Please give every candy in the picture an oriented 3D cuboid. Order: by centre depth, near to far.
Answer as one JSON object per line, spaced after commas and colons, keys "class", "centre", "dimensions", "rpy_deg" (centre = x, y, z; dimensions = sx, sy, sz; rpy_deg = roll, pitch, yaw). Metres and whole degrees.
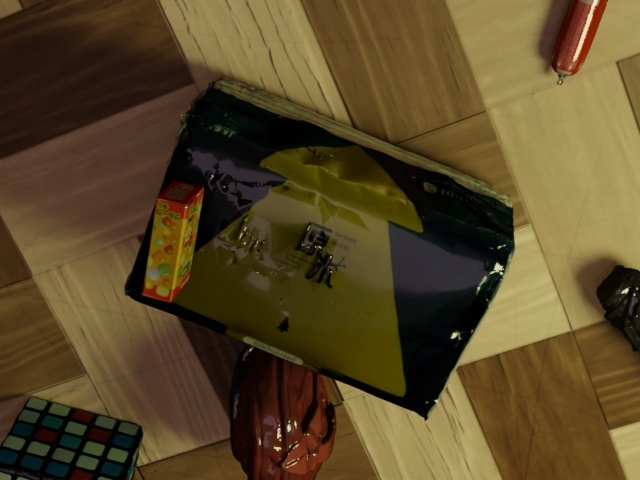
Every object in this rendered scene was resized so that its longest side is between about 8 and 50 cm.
{"class": "candy", "centre": [-0.163, 0.000, 1.313], "dimensions": [0.038, 0.062, 0.122], "rpy_deg": [15, 115, 7]}

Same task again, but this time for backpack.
{"class": "backpack", "centre": [-0.050, 0.237, 1.582], "dimensions": [0.139, 0.229, 0.229], "rpy_deg": [1, 113, 2]}

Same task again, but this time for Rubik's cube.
{"class": "Rubik's cube", "centre": [-0.369, 0.358, 1.688], "dimensions": [0.184, 0.182, 0.187], "rpy_deg": [18, 114, -1]}

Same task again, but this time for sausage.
{"class": "sausage", "centre": [0.311, -0.255, 1.430], "dimensions": [0.048, 0.050, 0.145], "rpy_deg": [27, 117, 24]}

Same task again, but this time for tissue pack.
{"class": "tissue pack", "centre": [0.000, 0.000, 1.458], "dimensions": [0.417, 0.253, 0.264], "rpy_deg": [23, 114, -1]}

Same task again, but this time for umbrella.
{"class": "umbrella", "centre": [0.484, 0.162, 1.561], "dimensions": [0.094, 0.090, 0.326], "rpy_deg": [-41, 103, 17]}
